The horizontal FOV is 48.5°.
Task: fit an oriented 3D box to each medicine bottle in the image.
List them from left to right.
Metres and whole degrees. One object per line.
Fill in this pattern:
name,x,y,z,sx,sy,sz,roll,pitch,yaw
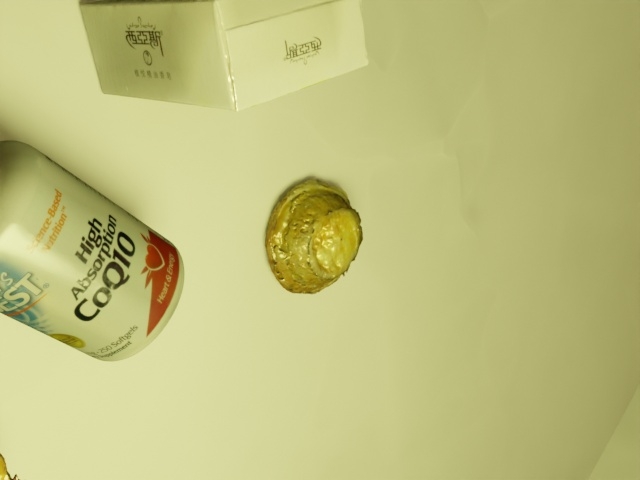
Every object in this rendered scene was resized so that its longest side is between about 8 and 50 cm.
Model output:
medicine bottle,-0.288,0.003,0.725,0.288,0.157,0.157,41,71,-43

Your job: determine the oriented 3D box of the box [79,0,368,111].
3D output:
box,-0.108,-0.226,0.778,0.194,0.260,0.111,-28,123,-37

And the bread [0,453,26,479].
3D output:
bread,-0.422,0.278,0.666,0.274,0.149,0.274,-10,103,-49

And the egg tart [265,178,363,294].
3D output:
egg tart,0.000,0.000,1.081,0.191,0.074,0.191,-14,111,-41
